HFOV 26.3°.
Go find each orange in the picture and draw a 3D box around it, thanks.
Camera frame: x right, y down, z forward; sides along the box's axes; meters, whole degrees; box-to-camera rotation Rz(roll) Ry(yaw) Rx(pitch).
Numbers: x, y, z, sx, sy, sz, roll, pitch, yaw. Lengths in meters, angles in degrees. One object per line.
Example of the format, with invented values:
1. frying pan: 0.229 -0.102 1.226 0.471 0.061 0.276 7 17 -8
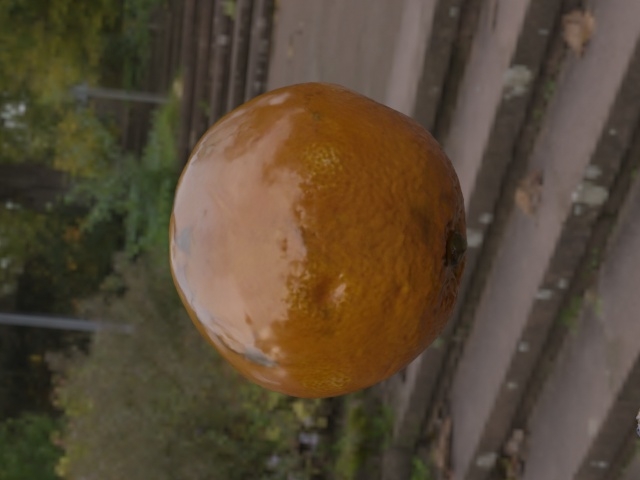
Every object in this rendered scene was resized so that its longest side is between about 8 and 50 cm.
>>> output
1. orange: 0.000 0.000 1.353 0.312 0.312 0.312 -175 90 -86

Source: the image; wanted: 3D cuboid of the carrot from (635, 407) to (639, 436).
1. carrot: 0.390 0.124 1.256 0.263 0.101 0.102 117 160 -54
